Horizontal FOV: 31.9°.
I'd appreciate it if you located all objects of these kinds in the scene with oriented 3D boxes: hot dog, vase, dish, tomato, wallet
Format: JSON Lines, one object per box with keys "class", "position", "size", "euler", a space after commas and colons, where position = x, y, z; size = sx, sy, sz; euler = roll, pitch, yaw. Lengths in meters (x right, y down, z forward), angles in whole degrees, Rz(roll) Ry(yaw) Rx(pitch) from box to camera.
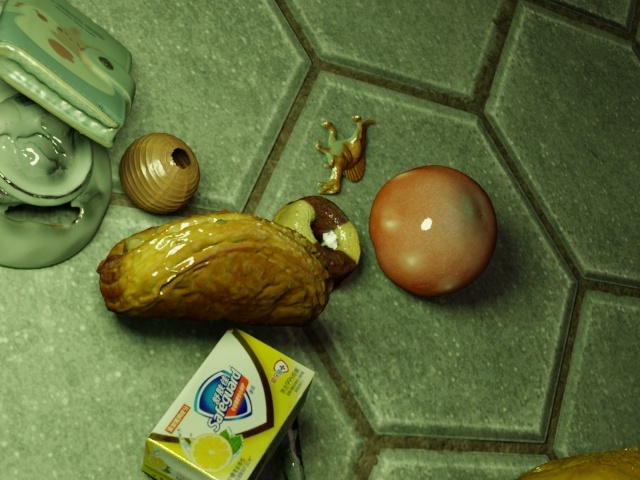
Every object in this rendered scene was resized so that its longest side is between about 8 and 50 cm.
{"class": "hot dog", "position": [-0.159, 0.046, 1.789], "size": [0.388, 0.267, 0.174], "euler": [6, 84, -35]}
{"class": "vase", "position": [-0.049, 0.356, 1.855], "size": [0.059, 0.059, 0.167], "euler": [1, 69, -39]}
{"class": "dish", "position": [-0.451, -0.127, 1.723], "size": [0.324, 0.124, 0.324], "euler": [18, 59, -32]}
{"class": "tomato", "position": [0.217, -0.021, 2.154], "size": [0.256, 0.224, 0.255], "euler": [21, 59, -41]}
{"class": "wallet", "position": [-0.403, -0.288, 1.784], "size": [0.252, 0.083, 0.360], "euler": [38, 19, -24]}

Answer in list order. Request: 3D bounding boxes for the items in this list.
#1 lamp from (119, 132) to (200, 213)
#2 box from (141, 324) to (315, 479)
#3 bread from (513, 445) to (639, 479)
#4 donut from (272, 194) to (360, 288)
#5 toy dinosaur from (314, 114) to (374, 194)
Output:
{"class": "lamp", "position": [-0.267, -0.112, 1.862], "size": [0.136, 0.136, 0.136], "euler": [18, 58, -32]}
{"class": "box", "position": [-0.142, 0.282, 1.751], "size": [0.168, 0.097, 0.265], "euler": [30, 48, 9]}
{"class": "bread", "position": [0.530, 0.464, 2.087], "size": [0.337, 0.328, 0.148], "euler": [-4, 74, -38]}
{"class": "donut", "position": [0.000, 0.000, 2.064], "size": [0.166, 0.073, 0.184], "euler": [-32, 89, -41]}
{"class": "toy dinosaur", "position": [0.063, -0.172, 2.212], "size": [0.212, 0.057, 0.142], "euler": [-14, 89, -41]}
